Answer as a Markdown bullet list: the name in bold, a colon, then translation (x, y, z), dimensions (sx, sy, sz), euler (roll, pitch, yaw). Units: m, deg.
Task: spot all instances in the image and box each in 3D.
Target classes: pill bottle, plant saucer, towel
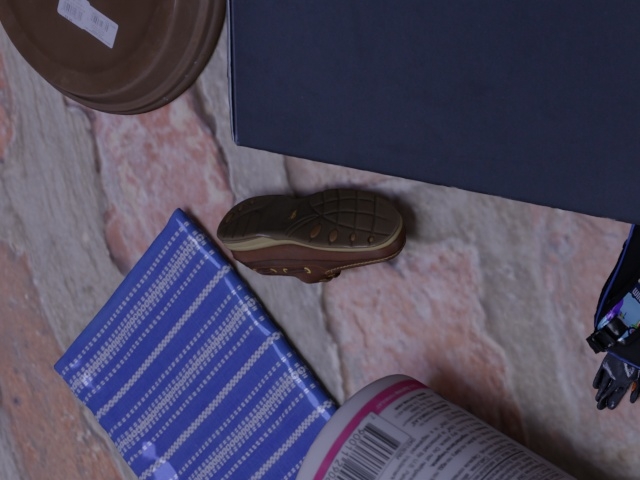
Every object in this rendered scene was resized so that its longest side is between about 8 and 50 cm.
- **pill bottle**: translation (0.129, 0.231, 1.218), dimensions (0.283, 0.160, 0.160), euler (31, 121, 28)
- **plant saucer**: translation (-0.193, -0.239, 1.409), dimensions (0.278, 0.041, 0.278), euler (13, 112, 35)
- **towel**: translation (-0.087, 0.172, 1.455), dimensions (0.336, 0.040, 0.243), euler (52, 128, 14)

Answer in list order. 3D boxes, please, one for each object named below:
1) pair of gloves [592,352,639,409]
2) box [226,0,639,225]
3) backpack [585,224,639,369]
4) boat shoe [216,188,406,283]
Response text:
- **pair of gloves**: translation (0.235, 0.109, 1.192), dimensions (0.083, 0.010, 0.074), euler (38, 125, 25)
- **box**: translation (0.170, -0.145, 0.963), dimensions (0.343, 0.312, 0.179), euler (13, 112, 36)
- **backpack**: translation (0.271, 0.018, 1.062), dimensions (0.158, 0.117, 0.173), euler (31, 122, 28)
- **boat shoe**: translation (0.000, 0.000, 1.322), dimensions (0.178, 0.064, 0.060), euler (0, 135, 40)
